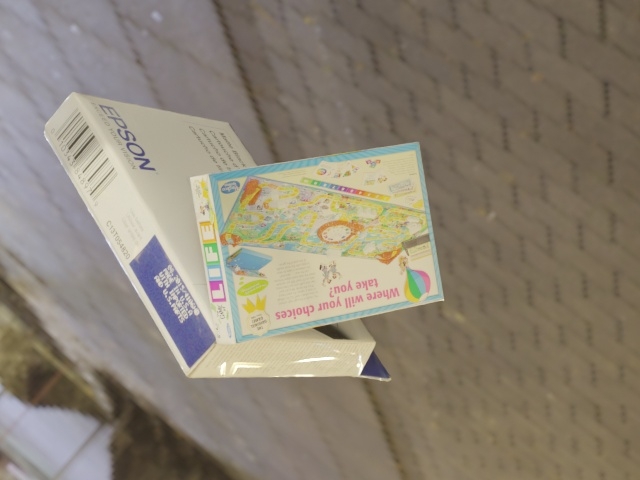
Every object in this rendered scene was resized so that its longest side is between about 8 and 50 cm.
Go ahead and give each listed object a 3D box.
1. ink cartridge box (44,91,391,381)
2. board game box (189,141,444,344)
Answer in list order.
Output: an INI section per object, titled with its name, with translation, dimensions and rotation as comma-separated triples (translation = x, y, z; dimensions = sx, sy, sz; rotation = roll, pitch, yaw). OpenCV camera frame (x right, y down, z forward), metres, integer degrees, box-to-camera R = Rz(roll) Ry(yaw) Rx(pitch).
[ink cartridge box]
translation = -0.056, 0.000, 1.129
dimensions = 0.224, 0.045, 0.223
rotation = 7, -138, -53
[board game box]
translation = 0.000, 0.000, 1.004
dimensions = 0.026, 0.154, 0.103
rotation = -6, 93, 59
